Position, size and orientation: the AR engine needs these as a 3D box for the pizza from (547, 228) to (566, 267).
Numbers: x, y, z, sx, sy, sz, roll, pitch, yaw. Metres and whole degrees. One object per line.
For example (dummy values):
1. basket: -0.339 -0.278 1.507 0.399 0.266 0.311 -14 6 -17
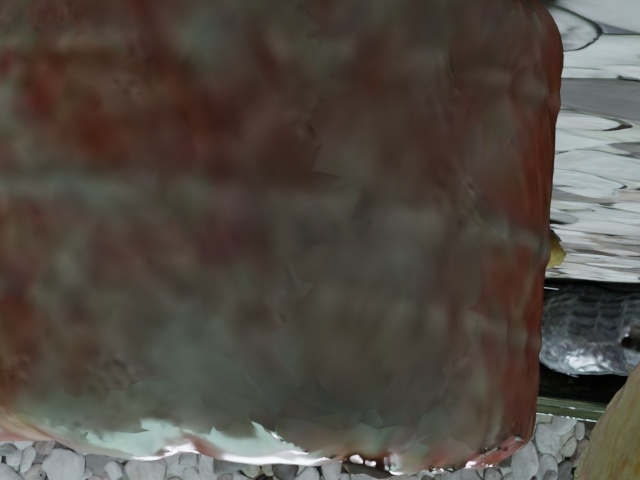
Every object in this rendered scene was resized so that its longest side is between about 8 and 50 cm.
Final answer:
1. pizza: 0.075 0.002 1.193 0.185 0.052 0.195 12 174 -23

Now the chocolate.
1. chocolate: 0.333 0.100 1.666 0.248 0.110 0.110 7 177 41

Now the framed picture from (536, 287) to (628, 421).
1. framed picture: 0.254 0.119 1.783 0.296 0.019 0.232 7 -145 5

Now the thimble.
1. thimble: -0.036 -0.013 0.519 0.239 0.162 0.239 4 177 0

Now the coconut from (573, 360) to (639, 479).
1. coconut: 0.432 0.186 1.207 0.405 0.404 0.404 7 175 1
